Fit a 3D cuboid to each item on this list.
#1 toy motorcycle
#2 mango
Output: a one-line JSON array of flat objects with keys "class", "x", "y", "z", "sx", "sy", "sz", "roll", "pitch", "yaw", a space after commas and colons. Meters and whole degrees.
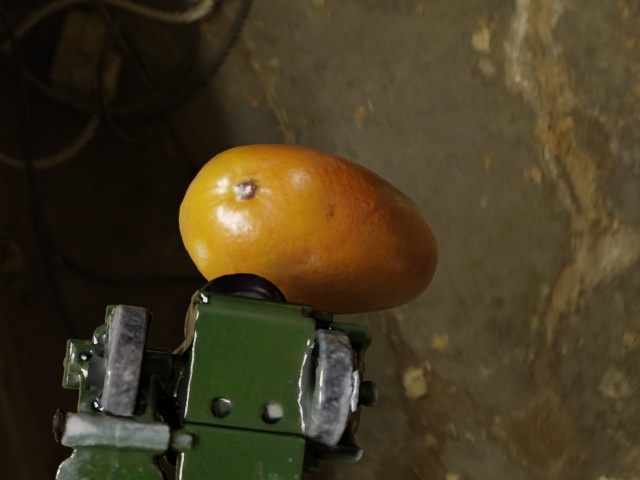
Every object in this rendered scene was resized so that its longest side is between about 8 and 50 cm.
[{"class": "toy motorcycle", "x": -0.076, "y": 0.150, "z": 0.962, "sx": 0.205, "sy": 0.127, "sz": 0.275, "roll": 8, "pitch": 82, "yaw": -12}, {"class": "mango", "x": 0.002, "y": 0.005, "z": 1.114, "sx": 0.141, "sy": 0.217, "sz": 0.102, "roll": -45, "pitch": 49, "yaw": 26}]
